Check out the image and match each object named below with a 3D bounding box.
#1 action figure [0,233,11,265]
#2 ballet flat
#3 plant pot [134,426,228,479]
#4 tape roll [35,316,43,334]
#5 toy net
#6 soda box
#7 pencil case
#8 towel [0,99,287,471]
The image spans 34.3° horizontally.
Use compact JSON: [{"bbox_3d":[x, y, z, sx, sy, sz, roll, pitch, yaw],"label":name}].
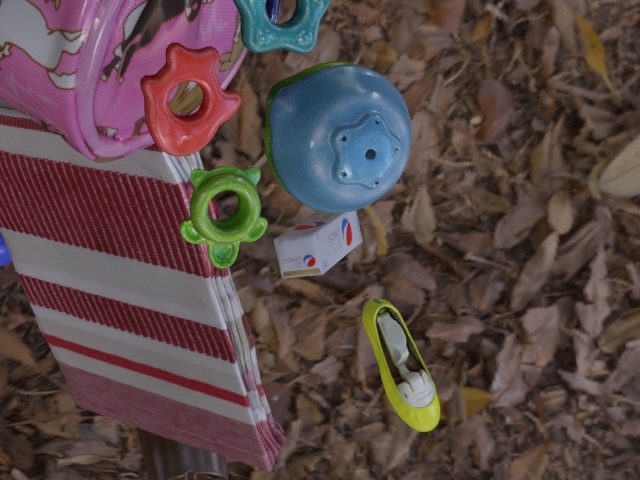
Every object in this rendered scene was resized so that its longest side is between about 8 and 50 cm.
[{"bbox_3d":[-0.351,0.029,0.996,0.091,0.280,0.139,45,109,-4],"label":"action figure"},{"bbox_3d":[0.132,0.199,1.649,0.077,0.077,0.231,-23,87,-16],"label":"ballet flat"},{"bbox_3d":[-0.227,0.335,1.711,0.166,0.167,0.165,0,53,-21],"label":"plant pot"},{"bbox_3d":[-0.337,0.083,1.742,0.246,0.169,0.246,-19,111,-60],"label":"tape roll"},{"bbox_3d":[-0.024,-0.111,0.419,0.122,0.045,0.232,-16,112,-16],"label":"toy net"},{"bbox_3d":[0.000,0.000,1.707,0.216,0.073,0.069,-35,116,-66],"label":"soda box"},{"bbox_3d":[-0.207,-0.204,0.580,0.386,0.160,0.167,33,61,20],"label":"pencil case"},{"bbox_3d":[-0.160,0.036,0.838,0.037,0.237,0.329,-49,138,-41],"label":"towel"}]
